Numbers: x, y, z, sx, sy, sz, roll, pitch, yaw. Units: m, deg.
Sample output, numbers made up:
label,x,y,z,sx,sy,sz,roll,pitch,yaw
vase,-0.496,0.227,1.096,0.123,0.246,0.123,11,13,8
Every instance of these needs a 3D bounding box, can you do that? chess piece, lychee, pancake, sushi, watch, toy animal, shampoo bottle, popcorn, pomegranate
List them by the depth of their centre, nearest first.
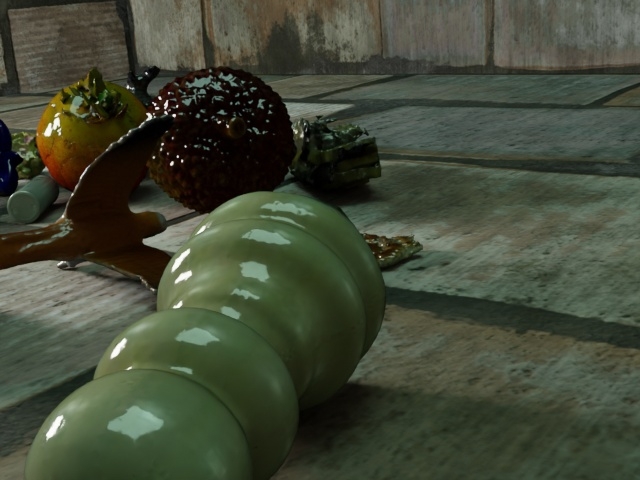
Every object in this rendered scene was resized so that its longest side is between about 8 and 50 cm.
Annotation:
label,x,y,z,sx,sy,sz,roll,pitch,yaw
chess piece,-0.078,0.098,0.604,0.182,0.182,0.330,1,22,18
toy animal,-0.299,0.012,1.021,0.284,0.225,0.302,-14,-3,-22
pancake,0.000,0.000,1.082,0.244,0.057,0.266,-7,16,-11
lychee,-0.162,-0.151,1.347,0.236,0.236,0.271,-12,-6,-24
sushi,0.024,-0.152,1.473,0.139,0.131,0.291,-11,10,-17
shampoo bottle,-0.478,-0.079,1.474,0.056,0.056,0.195,-5,16,-2
pomegranate,-0.383,-0.182,1.500,0.210,0.235,0.210,8,52,-10
watch,-0.671,-0.187,1.583,0.196,0.171,0.200,0,-18,22
popcorn,-0.607,-0.174,1.766,0.097,0.109,0.089,25,-33,-26

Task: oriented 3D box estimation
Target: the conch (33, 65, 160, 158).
label,x,y,z,sx,sy,sz,roll,pitch,yaw
conch,-0.426,-0.230,1.688,0.313,0.186,0.241,-15,-11,20
